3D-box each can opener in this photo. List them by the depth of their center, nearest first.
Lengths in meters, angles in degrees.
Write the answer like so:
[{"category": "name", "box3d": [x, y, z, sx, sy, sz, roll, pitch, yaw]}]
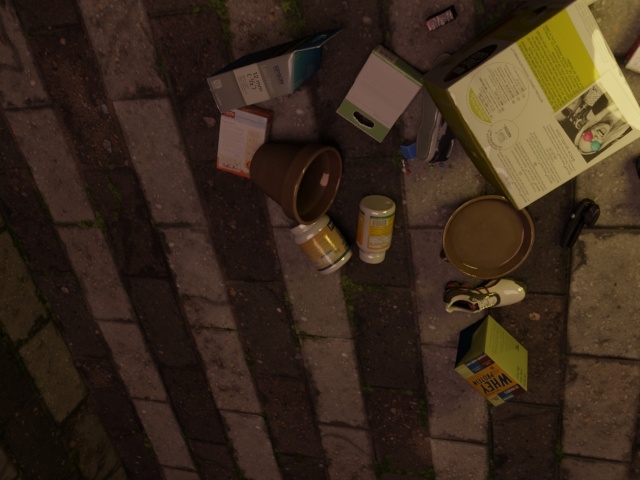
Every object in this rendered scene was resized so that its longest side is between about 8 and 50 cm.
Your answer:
[{"category": "can opener", "box3d": [0.756, -0.047, 1.704, 0.059, 0.073, 0.186, 17, 135, 0]}]

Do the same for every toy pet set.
[{"category": "toy pet set", "box3d": [0.295, -0.246, 1.742, 0.122, 0.065, 0.114, -11, 116, 26]}]

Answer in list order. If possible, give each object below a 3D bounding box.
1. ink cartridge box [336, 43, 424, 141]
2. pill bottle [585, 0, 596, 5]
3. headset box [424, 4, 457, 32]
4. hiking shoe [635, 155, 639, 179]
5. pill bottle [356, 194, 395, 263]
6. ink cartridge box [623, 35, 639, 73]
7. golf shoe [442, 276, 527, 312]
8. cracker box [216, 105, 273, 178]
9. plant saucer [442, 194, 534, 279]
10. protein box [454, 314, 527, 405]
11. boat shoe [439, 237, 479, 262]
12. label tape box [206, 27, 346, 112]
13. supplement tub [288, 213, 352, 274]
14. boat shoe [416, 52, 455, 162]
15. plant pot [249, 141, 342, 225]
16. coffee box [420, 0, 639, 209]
[{"category": "ink cartridge box", "box3d": [0.174, -0.423, 1.684, 0.171, 0.056, 0.235, 34, 137, -2]}, {"category": "pill bottle", "box3d": [0.687, -0.639, 1.314, 0.221, 0.121, 0.121, -26, 109, 31]}, {"category": "headset box", "box3d": [0.314, -0.583, 1.524, 0.083, 0.062, 0.032, -17, 113, 29]}, {"category": "hiking shoe", "box3d": [0.925, -0.132, 1.549, 0.086, 0.114, 0.227, -31, 107, 32]}, {"category": "pill bottle", "box3d": [0.178, -0.033, 1.889, 0.117, 0.117, 0.208, 11, 124, 14]}, {"category": "ink cartridge box", "box3d": [0.888, -0.519, 1.352, 0.185, 0.065, 0.311, 24, 128, 4]}, {"category": "golf shoe", "box3d": [0.539, 0.195, 1.900, 0.272, 0.120, 0.105, -8, 116, 23]}, {"category": "cracker box", "box3d": [-0.249, -0.327, 1.893, 0.155, 0.067, 0.232, 19, 126, 8]}, {"category": "plant saucer", "box3d": [0.514, -0.012, 1.785, 0.277, 0.041, 0.278, 1, 112, 3]}, {"category": "protein box", "box3d": [0.583, 0.407, 1.965, 0.201, 0.200, 0.136, 42, 126, -9]}, {"category": "boat shoe", "box3d": [0.458, 0.020, 1.864, 0.152, 0.056, 0.049, -32, 132, 25]}, {"category": "label tape box", "box3d": [-0.107, -0.483, 1.628, 0.347, 0.249, 0.115, -7, 118, 24]}, {"category": "supplement tub", "box3d": [0.000, 0.000, 1.959, 0.144, 0.144, 0.200, -28, 108, 32]}, {"category": "boat shoe", "box3d": [0.346, -0.369, 1.633, 0.091, 0.114, 0.303, -1, 118, -24]}, {"category": "plant pot", "box3d": [-0.091, -0.208, 1.826, 0.229, 0.263, 0.263, 26, 129, 27]}, {"category": "coffee box", "box3d": [0.488, -0.337, 1.392, 0.334, 0.338, 0.338, -33, 107, 12]}]
